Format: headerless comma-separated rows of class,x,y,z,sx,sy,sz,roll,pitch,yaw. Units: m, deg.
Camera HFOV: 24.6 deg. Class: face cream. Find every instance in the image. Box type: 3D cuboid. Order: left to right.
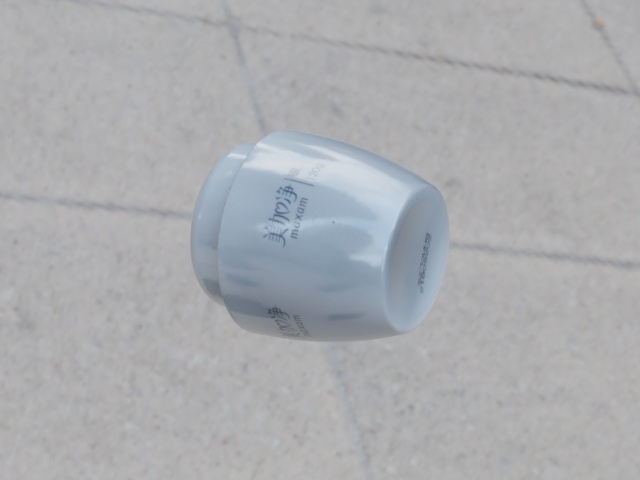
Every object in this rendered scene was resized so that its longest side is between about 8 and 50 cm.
face cream,0.000,0.000,0.630,0.095,0.091,0.091,11,30,28
